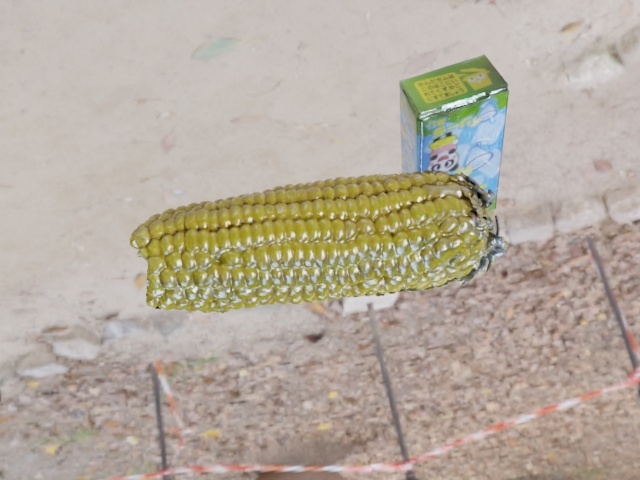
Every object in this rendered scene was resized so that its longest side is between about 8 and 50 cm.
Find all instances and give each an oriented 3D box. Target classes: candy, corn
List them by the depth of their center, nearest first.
[{"bbox_3d":[0.000,0.000,0.657,0.317,0.115,0.115,-7,156,-6],"label":"corn"},{"bbox_3d":[0.137,-0.095,0.816,0.097,0.062,0.194,-19,144,-7],"label":"candy"}]
